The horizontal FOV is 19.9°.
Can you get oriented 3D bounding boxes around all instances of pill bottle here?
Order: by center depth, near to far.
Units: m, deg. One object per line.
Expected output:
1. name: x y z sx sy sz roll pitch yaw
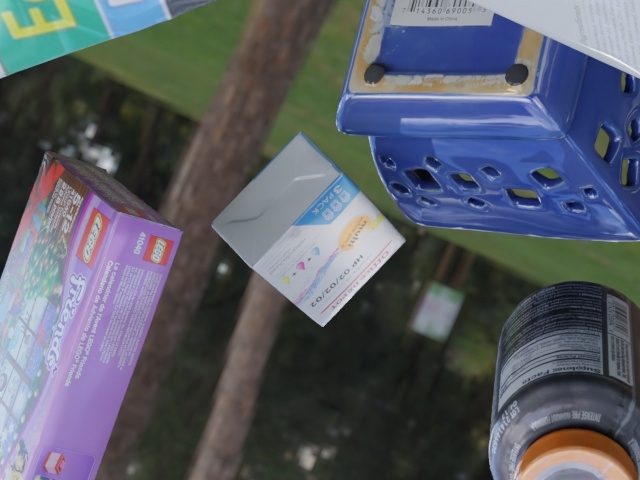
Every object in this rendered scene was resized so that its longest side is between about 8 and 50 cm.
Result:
1. pill bottle: 0.194 0.136 1.386 0.130 0.130 0.245 23 -155 -2

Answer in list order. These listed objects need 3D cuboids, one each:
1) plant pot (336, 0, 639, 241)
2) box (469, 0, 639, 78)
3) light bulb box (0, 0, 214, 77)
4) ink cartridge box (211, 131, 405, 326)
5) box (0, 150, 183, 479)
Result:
1. plant pot: 0.153 -0.148 1.494 0.236 0.236 0.212 4 160 32
2. box: 0.226 -0.253 1.253 0.345 0.215 0.168 29 158 31
3. light bulb box: -0.139 -0.300 0.687 0.361 0.225 0.358 -102 -8 -54
4. ink cartridge box: 0.000 0.000 1.491 0.061 0.104 0.181 45 -179 31
5. box: -0.208 0.095 1.394 0.057 0.293 0.201 17 -172 -28
